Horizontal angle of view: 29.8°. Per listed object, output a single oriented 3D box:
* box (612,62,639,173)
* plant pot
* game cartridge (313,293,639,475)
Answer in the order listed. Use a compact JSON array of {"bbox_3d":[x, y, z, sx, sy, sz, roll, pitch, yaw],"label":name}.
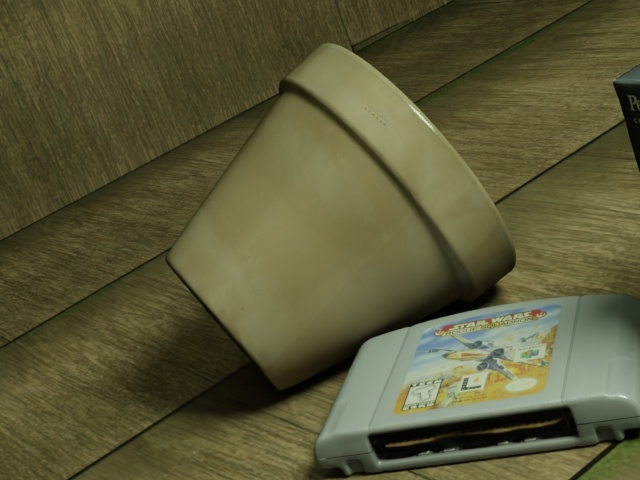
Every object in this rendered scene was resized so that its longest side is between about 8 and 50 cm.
[{"bbox_3d":[0.409,-0.020,0.888,0.183,0.294,0.296,-30,22,-24],"label":"box"},{"bbox_3d":[0.000,0.000,1.282,0.280,0.323,0.323,-41,24,-8],"label":"plant pot"},{"bbox_3d":[0.154,0.128,1.112,0.297,0.062,0.198,-12,26,22],"label":"game cartridge"}]
